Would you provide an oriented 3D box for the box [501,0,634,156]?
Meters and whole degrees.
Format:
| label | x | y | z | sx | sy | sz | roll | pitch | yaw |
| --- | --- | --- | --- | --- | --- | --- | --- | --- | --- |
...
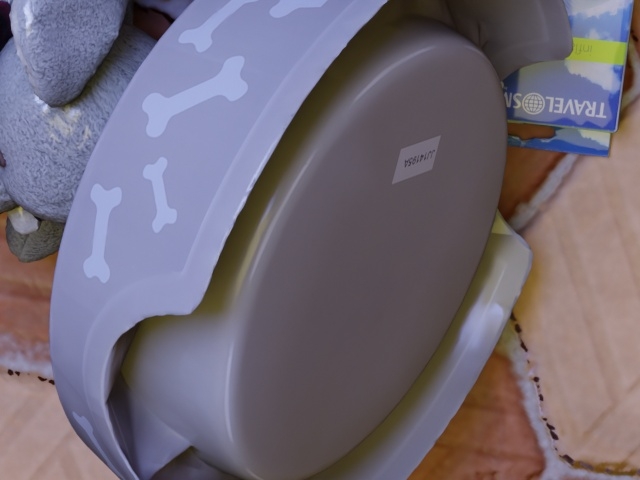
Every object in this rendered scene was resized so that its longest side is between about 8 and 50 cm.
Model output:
| label | x | y | z | sx | sy | sz | roll | pitch | yaw |
| --- | --- | --- | --- | --- | --- | --- | --- | --- | --- |
| box | 0.130 | -0.138 | 0.968 | 0.109 | 0.042 | 0.178 | 7 | 104 | 8 |

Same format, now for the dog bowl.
| label | x | y | z | sx | sy | sz | roll | pitch | yaw |
| --- | --- | --- | --- | --- | --- | --- | --- | --- | --- |
| dog bowl | 0.000 | 0.000 | 0.851 | 0.102 | 0.349 | 0.348 | 26 | 107 | 27 |

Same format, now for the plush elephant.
| label | x | y | z | sx | sy | sz | roll | pitch | yaw |
| --- | --- | --- | --- | --- | --- | --- | --- | --- | --- |
| plush elephant | -0.167 | -0.075 | 0.899 | 0.330 | 0.255 | 0.272 | -21 | 123 | 4 |
